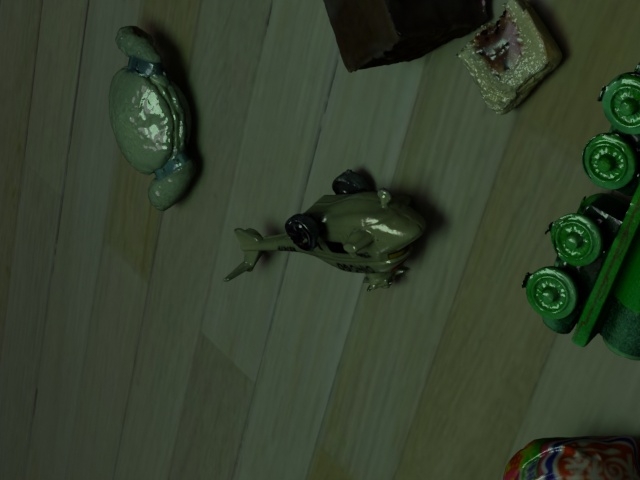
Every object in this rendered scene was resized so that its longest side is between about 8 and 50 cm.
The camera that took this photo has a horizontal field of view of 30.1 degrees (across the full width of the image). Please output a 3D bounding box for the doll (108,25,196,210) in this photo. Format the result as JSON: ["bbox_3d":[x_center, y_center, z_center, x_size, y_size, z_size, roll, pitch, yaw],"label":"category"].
[{"bbox_3d":[-0.192,-0.138,1.344,0.103,0.071,0.214,-1,103,51],"label":"doll"}]

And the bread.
[{"bbox_3d":[0.154,-0.149,0.966,0.083,0.035,0.070,-40,71,44],"label":"bread"}]

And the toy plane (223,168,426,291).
[{"bbox_3d":[0.000,0.000,1.158,0.286,0.092,0.108,-2,123,48],"label":"toy plane"}]

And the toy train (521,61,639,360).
[{"bbox_3d":[0.239,-0.020,0.872,0.119,0.085,0.251,30,127,23],"label":"toy train"}]

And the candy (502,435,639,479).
[{"bbox_3d":[0.172,0.289,1.032,0.124,0.124,0.365,54,145,25],"label":"candy"}]

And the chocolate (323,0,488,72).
[{"bbox_3d":[0.029,-0.308,1.025,0.112,0.112,0.321,-29,79,59],"label":"chocolate"}]
